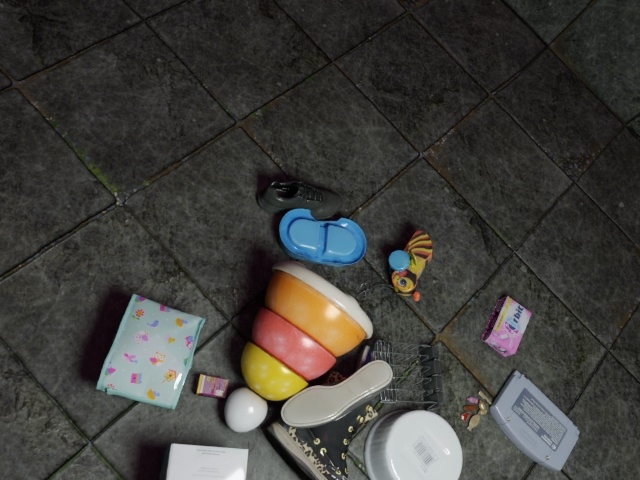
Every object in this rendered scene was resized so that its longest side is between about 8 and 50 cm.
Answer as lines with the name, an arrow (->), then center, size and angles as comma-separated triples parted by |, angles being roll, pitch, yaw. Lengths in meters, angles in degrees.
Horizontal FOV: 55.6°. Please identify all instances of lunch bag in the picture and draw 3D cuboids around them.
lunch bag -> -0.459, 0.312, 1.646 | 0.224, 0.160, 0.262 | 21, 57, -12

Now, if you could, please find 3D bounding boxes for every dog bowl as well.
dog bowl -> 0.000, 0.000, 1.995 | 0.298, 0.074, 0.165 | 12, 64, -14

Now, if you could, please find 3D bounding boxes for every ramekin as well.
ramekin -> 0.281, 0.634, 1.792 | 0.277, 0.135, 0.277 | 8, 66, -18

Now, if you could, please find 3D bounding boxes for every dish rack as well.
dish rack -> 0.264, 0.415, 1.888 | 0.272, 0.074, 0.208 | 11, 63, -28

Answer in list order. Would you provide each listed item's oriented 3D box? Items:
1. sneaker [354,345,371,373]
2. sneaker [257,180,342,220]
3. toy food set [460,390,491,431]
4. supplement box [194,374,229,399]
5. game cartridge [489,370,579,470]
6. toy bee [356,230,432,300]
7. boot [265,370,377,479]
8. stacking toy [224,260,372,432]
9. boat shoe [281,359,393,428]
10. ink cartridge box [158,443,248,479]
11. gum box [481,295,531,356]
sneaker -> 0.153, 0.408, 1.883 | 0.085, 0.058, 0.152 | 19, 67, -6
sneaker -> -0.055, -0.138, 2.002 | 0.287, 0.130, 0.109 | 2, 66, -21
toy food set -> 0.496, 0.551, 1.974 | 0.122, 0.019, 0.078 | -40, 85, -21
supplement box -> -0.308, 0.415, 1.720 | 0.083, 0.043, 0.054 | 14, 64, -13
game cartridge -> 0.704, 0.603, 2.008 | 0.297, 0.062, 0.198 | 45, 65, 2
toy bee -> 0.287, 0.118, 2.000 | 0.162, 0.195, 0.298 | 41, 96, 23
boot -> 0.063, 0.583, 1.731 | 0.377, 0.138, 0.284 | 42, 60, 12
stacking toy -> -0.111, 0.328, 1.719 | 0.351, 0.350, 0.479 | 37, 76, -2
boat shoe -> 0.052, 0.443, 1.692 | 0.335, 0.095, 0.112 | -22, 57, -14
ink cartridge box -> -0.308, 0.664, 1.526 | 0.197, 0.198, 0.269 | 10, 66, -17
gum box -> 0.643, 0.302, 2.107 | 0.107, 0.062, 0.188 | 35, 61, -3
